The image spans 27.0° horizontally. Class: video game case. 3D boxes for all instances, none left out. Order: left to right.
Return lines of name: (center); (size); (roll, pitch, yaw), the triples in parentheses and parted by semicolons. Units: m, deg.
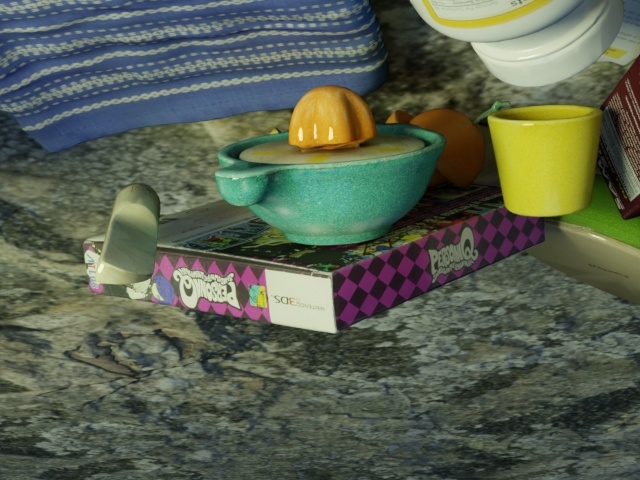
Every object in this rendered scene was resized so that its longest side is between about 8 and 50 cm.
video game case: (0.000, 0.000, 0.878); (0.210, 0.042, 0.232); (6, -163, 39)

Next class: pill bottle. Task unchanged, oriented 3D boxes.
pill bottle: (0.071, -0.154, 0.590); (0.103, 0.103, 0.184); (-14, 141, 24)

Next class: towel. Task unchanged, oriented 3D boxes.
towel: (-0.094, -0.110, 0.713); (0.243, 0.040, 0.336); (-7, 171, 7)

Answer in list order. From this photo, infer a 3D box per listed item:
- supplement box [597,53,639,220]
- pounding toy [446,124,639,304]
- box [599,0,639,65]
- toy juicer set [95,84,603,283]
supplement box: (0.246, -0.086, 0.778); (0.130, 0.073, 0.239); (-20, 171, -3)
pounding toy: (0.212, -0.035, 0.996); (0.236, 0.110, 0.183); (24, 173, 10)
box: (0.190, -0.175, 0.662); (0.100, 0.060, 0.244); (9, 155, -28)
toy juicer set: (-0.010, -0.053, 0.817); (0.329, 0.090, 0.209); (-11, -165, -24)
